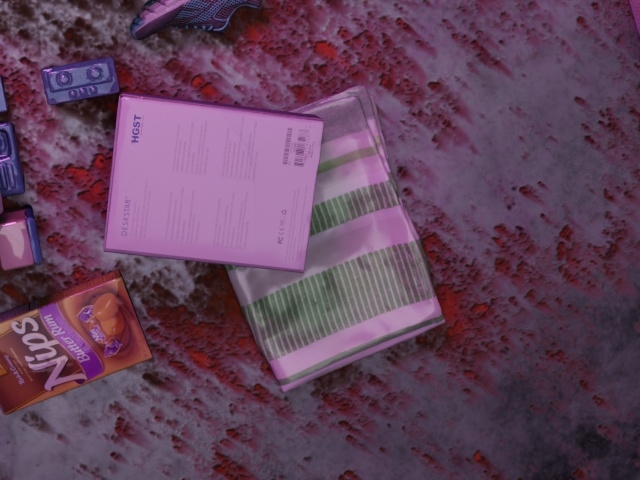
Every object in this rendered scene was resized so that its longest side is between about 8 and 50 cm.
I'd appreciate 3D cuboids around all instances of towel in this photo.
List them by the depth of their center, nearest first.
[{"bbox_3d":[0.000,0.000,1.511,0.247,0.038,0.325,-23,104,-8],"label":"towel"}]

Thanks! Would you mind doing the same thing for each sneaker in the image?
[{"bbox_3d":[-0.139,-0.266,1.419,0.166,0.065,0.076,-30,114,-2],"label":"sneaker"}]

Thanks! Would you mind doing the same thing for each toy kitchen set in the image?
[{"bbox_3d":[-0.295,-0.091,1.377,0.166,0.122,0.207,-12,102,-12],"label":"toy kitchen set"}]

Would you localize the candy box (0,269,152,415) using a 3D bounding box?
[{"bbox_3d":[-0.305,0.120,1.448,0.186,0.053,0.109,-21,105,-8],"label":"candy box"}]

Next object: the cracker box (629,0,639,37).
[{"bbox_3d":[0.430,-0.338,1.496,0.067,0.155,0.232,-22,105,-10],"label":"cracker box"}]

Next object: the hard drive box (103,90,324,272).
[{"bbox_3d":[-0.124,-0.068,1.412,0.232,0.089,0.181,7,99,-9],"label":"hard drive box"}]

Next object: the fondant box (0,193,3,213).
[{"bbox_3d":[-0.522,-0.041,1.222,0.330,0.238,0.096,-19,78,6],"label":"fondant box"}]
